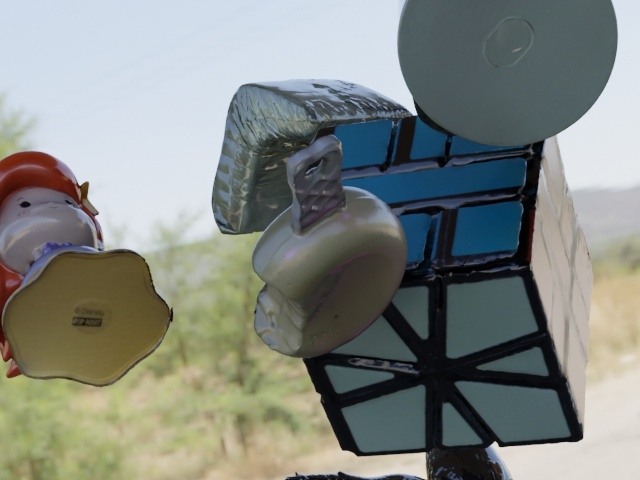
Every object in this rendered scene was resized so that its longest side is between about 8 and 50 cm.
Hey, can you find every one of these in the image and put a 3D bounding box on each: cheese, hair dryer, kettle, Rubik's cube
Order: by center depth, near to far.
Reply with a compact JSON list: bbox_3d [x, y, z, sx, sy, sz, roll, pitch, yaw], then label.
[{"bbox_3d":[0.000,0.000,1.493,0.163,0.082,0.286,-35,-30,-13],"label":"cheese"},{"bbox_3d":[0.197,-0.237,1.559,0.265,0.205,0.318,-18,17,11],"label":"kettle"},{"bbox_3d":[0.137,0.043,1.823,0.288,0.293,0.283,-4,39,18],"label":"Rubik's cube"},{"bbox_3d":[0.108,0.347,2.033,0.359,0.303,0.120,11,-46,-29],"label":"hair dryer"}]

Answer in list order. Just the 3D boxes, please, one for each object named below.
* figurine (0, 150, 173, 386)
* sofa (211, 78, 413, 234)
[{"bbox_3d":[-0.279,0.040,1.685,0.181,0.208,0.257,-31,31,-8],"label":"figurine"},{"bbox_3d":[-0.016,-0.103,2.255,0.176,0.225,0.210,28,22,38],"label":"sofa"}]
